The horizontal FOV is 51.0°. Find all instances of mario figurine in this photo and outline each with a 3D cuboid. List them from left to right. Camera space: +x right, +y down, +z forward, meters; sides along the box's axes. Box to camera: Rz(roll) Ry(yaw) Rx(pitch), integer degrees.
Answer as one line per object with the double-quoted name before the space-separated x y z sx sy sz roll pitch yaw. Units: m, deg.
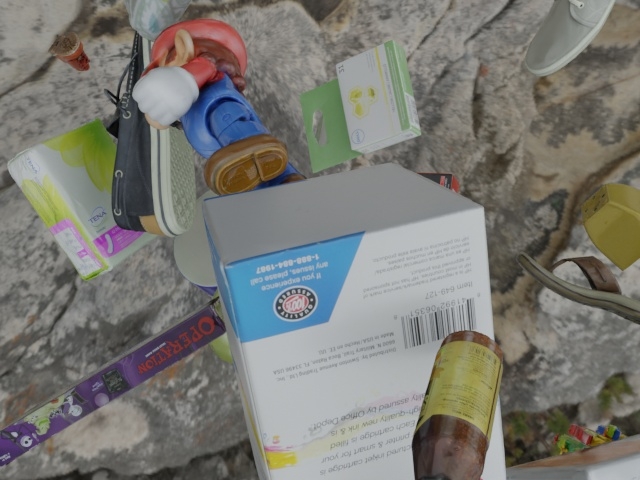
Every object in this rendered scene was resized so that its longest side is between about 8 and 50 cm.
"mario figurine" -0.138 -0.126 0.769 0.170 0.320 0.198 -10 134 -24

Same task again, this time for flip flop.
"flip flop" 0.454 0.071 1.087 0.277 0.112 0.080 21 91 20

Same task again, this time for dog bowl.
"dog bowl" -0.196 0.003 1.523 0.265 0.265 0.104 -37 145 5

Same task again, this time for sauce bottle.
"sauce bottle" 0.072 0.105 0.367 0.042 0.128 0.042 13 129 16

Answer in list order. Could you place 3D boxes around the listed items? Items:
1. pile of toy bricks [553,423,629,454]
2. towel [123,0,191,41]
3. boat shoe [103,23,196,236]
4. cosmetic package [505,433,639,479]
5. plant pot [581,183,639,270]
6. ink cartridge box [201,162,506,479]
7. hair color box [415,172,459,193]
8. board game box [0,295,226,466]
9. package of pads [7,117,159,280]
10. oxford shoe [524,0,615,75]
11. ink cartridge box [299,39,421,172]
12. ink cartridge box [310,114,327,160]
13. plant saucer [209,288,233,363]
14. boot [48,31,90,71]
"pile of toy bricks" 0.438 0.350 1.112 0.105 0.212 0.118 23 92 28
"towel" -0.203 -0.504 0.863 0.090 0.320 0.374 -8 69 -38
"boat shoe" -0.347 -0.248 1.349 0.156 0.187 0.499 -6 78 14
"cosmetic package" 0.476 0.304 0.806 0.454 0.230 0.161 -8 72 -15
"plant pot" 0.394 -0.027 0.889 0.083 0.081 0.081 32 128 -8
"ink cartridge box" 0.020 0.081 0.512 0.171 0.168 0.232 -12 109 -12
"hair color box" 0.109 -0.052 0.901 0.141 0.043 0.071 3 77 25
"board game box" -0.271 0.181 0.951 0.347 0.208 0.056 -31 96 4
"package of pads" -0.491 -0.088 1.430 0.101 0.229 0.296 -23 104 31
"oxford shoe" 0.599 -0.580 1.507 0.130 0.169 0.449 14 125 -32
"ink cartridge box" 0.056 -0.238 1.224 0.235 0.056 0.171 -16 77 29
"ink cartridge box" 0.033 -0.243 1.526 0.062 0.209 0.108 11 85 -10
"plant saucer" -0.127 0.152 1.397 0.241 0.037 0.240 -19 120 -39
"boot" -0.534 -0.406 1.468 0.085 0.158 0.059 40 81 -33
